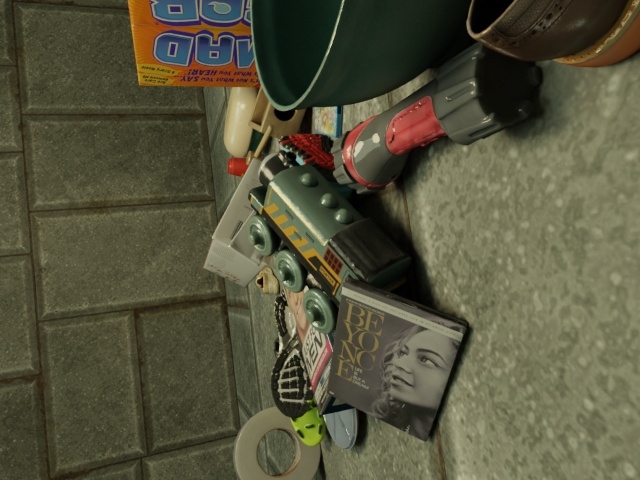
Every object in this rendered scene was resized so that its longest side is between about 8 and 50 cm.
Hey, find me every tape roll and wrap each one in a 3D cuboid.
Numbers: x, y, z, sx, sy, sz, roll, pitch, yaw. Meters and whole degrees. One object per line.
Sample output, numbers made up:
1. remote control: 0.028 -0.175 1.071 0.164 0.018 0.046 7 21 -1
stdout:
1. tape roll: -0.113 0.549 1.172 0.072 0.219 0.219 122 138 -61

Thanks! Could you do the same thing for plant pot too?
1. plant pot: 0.057 -0.286 0.485 0.293 0.197 0.292 176 90 -66

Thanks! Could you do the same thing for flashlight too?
1. flashlight: 0.110 -0.125 0.538 0.103 0.103 0.304 59 162 -9

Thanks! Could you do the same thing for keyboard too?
1. keyboard: -0.090 -0.068 0.934 0.256 0.072 0.014 -59 1 -24

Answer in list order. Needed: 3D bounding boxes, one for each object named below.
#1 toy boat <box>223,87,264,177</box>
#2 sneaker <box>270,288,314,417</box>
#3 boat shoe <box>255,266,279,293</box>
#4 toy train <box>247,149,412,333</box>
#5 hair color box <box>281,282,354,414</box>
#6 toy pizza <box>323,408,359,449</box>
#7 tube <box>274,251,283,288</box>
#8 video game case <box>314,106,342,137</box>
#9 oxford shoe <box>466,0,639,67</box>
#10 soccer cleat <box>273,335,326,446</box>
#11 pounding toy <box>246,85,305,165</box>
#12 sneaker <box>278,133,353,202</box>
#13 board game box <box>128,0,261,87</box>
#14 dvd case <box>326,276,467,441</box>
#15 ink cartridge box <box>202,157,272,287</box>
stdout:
1. toy boat: -0.198 -0.302 1.325 0.267 0.148 0.318 121 147 -51
2. sneaker: -0.049 0.265 1.081 0.121 0.111 0.299 46 -135 -71
3. boat shoe: -0.184 0.131 1.493 0.170 0.059 0.062 -147 54 -66
4. toy train: 0.000 0.000 0.736 0.334 0.142 0.190 50 141 25
5. hair color box: 0.011 0.131 0.877 0.173 0.105 0.347 107 151 -46
6. toy pizza: 0.041 0.335 0.959 0.201 0.032 0.201 175 90 -69
7. tube: -0.095 0.085 1.254 0.080 0.052 0.206 -173 74 -76
8. video game case: 0.015 -0.291 0.881 0.119 0.015 0.166 -138 46 -63
9. oxford shoe: 0.174 -0.293 0.254 0.130 0.133 0.363 -131 40 -59
10. soccer cleat: -0.043 0.377 1.167 0.121 0.094 0.289 56 -169 -62
11. pounding toy: -0.094 -0.255 1.016 0.181 0.094 0.205 44 116 60
12. sneaker: -0.019 -0.127 0.892 0.261 0.104 0.125 -122 30 -51
13. board game box: -0.258 -0.615 1.044 0.356 0.357 0.356 121 139 -61
14. dvd case: 0.094 0.170 0.629 0.165 0.018 0.221 20 123 21
15. ink cartridge box: -0.156 -0.054 1.085 0.271 0.130 0.309 -67 10 -22
